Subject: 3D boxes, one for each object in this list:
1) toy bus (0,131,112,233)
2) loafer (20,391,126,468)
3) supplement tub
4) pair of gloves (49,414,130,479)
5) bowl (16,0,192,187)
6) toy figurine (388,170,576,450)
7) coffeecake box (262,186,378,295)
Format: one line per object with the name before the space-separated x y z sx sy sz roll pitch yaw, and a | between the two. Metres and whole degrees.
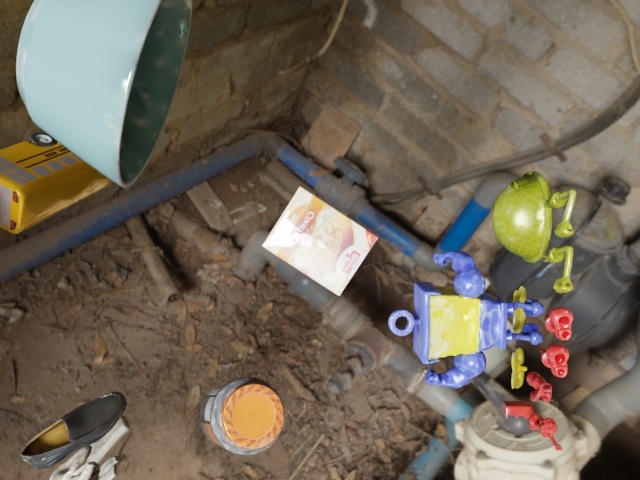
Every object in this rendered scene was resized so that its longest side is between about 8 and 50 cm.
toy bus | -0.547 -0.113 1.052 0.130 0.108 0.333 29 31 4
loafer | -0.392 0.302 0.883 0.170 0.061 0.062 -37 70 -16
supplement tub | -0.126 0.280 0.888 0.116 0.190 0.117 5 73 -18
pair of gloves | -0.405 0.406 0.926 0.204 0.240 0.042 -46 110 -7
bowl | -0.306 -0.249 0.784 0.163 0.312 0.312 19 47 -9
toy figurine | 0.203 0.093 0.759 0.217 0.363 0.191 -1 12 5
coffeecake box | 0.000 0.000 1.120 0.185 0.142 0.068 33 6 -1
